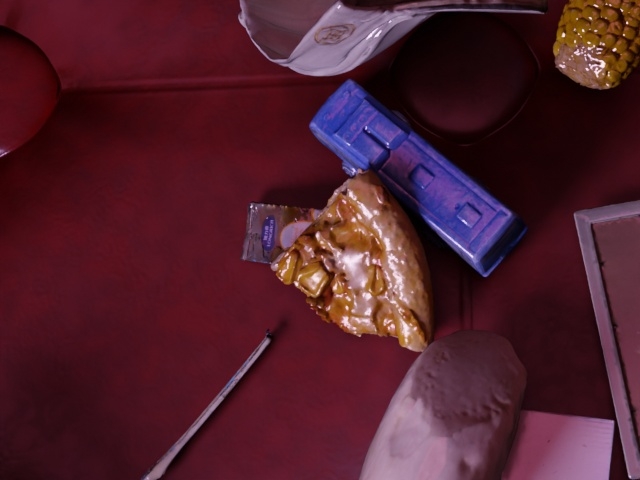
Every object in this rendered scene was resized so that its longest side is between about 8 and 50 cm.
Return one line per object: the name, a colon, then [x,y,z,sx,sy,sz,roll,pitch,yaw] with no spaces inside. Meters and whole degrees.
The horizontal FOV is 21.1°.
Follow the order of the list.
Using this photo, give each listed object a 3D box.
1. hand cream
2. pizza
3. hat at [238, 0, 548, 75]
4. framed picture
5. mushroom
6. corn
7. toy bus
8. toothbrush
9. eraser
hand cream: [0.000,0.000,1.712,0.163,0.039,0.062,7,91,12]
pizza: [0.026,0.023,1.659,0.161,0.062,0.182,-3,105,21]
hat: [0.077,-0.262,1.739,0.301,0.168,0.258,4,52,-14]
framed picture: [0.370,0.080,1.641,0.217,0.017,0.274,-8,73,3]
mushroom: [0.085,0.238,1.588,0.128,0.128,0.350,30,84,15]
corn: [0.334,-0.296,1.708,0.119,0.119,0.322,27,80,14]
toy bus: [0.094,-0.067,1.686,0.236,0.094,0.079,40,83,16]
toothbrush: [-0.138,0.203,1.676,0.028,0.026,0.294,36,81,-3]
eraser: [0.217,0.237,1.618,0.104,0.023,0.150,6,74,9]
